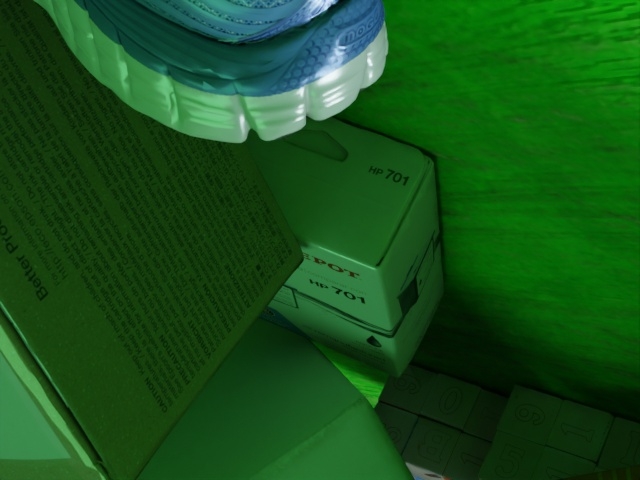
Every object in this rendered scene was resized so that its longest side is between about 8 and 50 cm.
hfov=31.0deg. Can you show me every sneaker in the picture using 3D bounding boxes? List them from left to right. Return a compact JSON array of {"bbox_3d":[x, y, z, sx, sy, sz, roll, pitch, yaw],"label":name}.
[{"bbox_3d":[-0.110,-0.172,0.430,0.330,0.130,0.147,28,139,20],"label":"sneaker"}]

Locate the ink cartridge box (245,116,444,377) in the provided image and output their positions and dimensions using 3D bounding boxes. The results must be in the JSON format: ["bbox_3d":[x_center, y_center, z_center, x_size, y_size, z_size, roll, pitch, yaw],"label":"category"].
[{"bbox_3d":[0.000,0.000,0.742,0.139,0.082,0.191,22,161,17],"label":"ink cartridge box"}]

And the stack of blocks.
[{"bbox_3d":[0.187,0.198,0.981,0.297,0.087,0.171,17,158,30],"label":"stack of blocks"}]

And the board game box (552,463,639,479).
[{"bbox_3d":[0.299,0.367,0.665,0.356,0.356,0.356,44,141,-18],"label":"board game box"}]

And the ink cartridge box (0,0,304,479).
[{"bbox_3d":[-0.128,-0.027,0.556,0.088,0.193,0.235,-9,118,37],"label":"ink cartridge box"}]

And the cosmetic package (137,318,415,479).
[{"bbox_3d":[-0.073,0.296,0.926,0.394,0.329,0.327,61,170,-24],"label":"cosmetic package"}]
